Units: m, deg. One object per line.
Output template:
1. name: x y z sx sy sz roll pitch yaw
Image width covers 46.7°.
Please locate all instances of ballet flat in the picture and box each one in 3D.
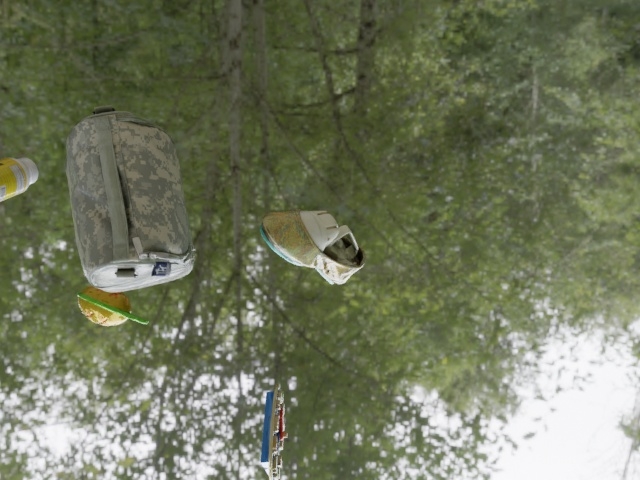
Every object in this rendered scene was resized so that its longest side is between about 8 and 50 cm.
1. ballet flat: 0.000 0.000 1.468 0.123 0.123 0.348 12 169 27

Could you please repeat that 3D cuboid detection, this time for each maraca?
1. maraca: -0.520 0.169 1.853 0.186 0.099 0.127 23 175 -2

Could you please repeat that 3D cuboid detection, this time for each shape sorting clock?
1. shape sorting clock: -0.088 0.394 1.500 0.040 0.206 0.206 0 -161 6

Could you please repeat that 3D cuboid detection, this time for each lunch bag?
1. lunch bag: -0.352 -0.062 1.342 0.213 0.305 0.256 -11 170 -5

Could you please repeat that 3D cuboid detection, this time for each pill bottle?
1. pill bottle: -0.531 -0.102 1.240 0.065 0.065 0.116 8 -158 19
